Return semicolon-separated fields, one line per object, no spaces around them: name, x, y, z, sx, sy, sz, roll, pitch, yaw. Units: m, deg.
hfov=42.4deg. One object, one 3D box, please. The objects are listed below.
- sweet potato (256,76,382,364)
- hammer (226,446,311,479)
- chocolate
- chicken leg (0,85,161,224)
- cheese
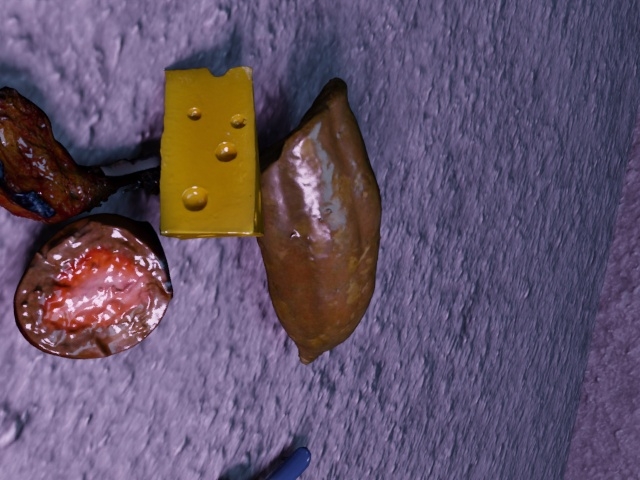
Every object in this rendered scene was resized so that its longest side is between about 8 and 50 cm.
sweet potato;0.000;0.000;0.975;0.158;0.157;0.370;-39;131;-41
hammer;-0.070;0.332;1.073;0.194;0.069;0.116;-36;128;-49
chocolate;-0.205;0.043;0.732;0.133;0.124;0.127;-13;157;-22
chicken leg;-0.231;-0.066;0.719;0.253;0.051;0.106;22;78;-58
cheese;-0.109;-0.088;0.830;0.126;0.093;0.171;5;82;-89
